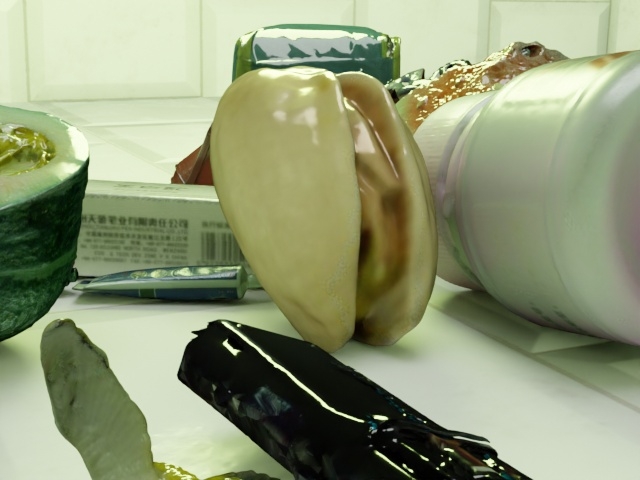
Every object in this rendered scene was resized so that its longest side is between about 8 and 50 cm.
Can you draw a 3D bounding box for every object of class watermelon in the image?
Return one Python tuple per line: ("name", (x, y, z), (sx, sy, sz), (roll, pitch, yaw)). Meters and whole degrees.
("watermelon", (0.202, -0.121, 1.237), (0.256, 0.193, 0.140), (-36, 8, 15))

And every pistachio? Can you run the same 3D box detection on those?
("pistachio", (0.000, -0.039, 1.000), (0.193, 0.214, 0.318), (3, 53, -25))

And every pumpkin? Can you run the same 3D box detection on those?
("pumpkin", (-0.354, 0.006, 0.910), (0.292, 0.197, 0.263), (10, 24, 7))

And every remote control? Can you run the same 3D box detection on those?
("remote control", (0.048, 0.127, 0.603), (0.144, 0.062, 0.398), (19, 3, -35))

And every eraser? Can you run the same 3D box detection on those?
("eraser", (-0.229, -0.012, 1.192), (0.403, 0.098, 0.096), (3, 12, 8))

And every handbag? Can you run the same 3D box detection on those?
("handbag", (-0.007, -0.185, 1.582), (0.241, 0.263, 0.222), (3, 6, 0))

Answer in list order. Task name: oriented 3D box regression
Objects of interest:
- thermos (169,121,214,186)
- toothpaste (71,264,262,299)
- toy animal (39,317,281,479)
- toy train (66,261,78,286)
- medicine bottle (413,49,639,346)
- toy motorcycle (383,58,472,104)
("thermos", (-0.119, -0.097, 1.430), (0.232, 0.124, 0.099), (-39, -5, 7))
("toothpaste", (-0.151, 0.044, 1.096), (0.197, 0.035, 0.057), (-2, 7, 2))
("toy animal", (-0.104, 0.144, 0.562), (0.155, 0.219, 0.095), (-36, 37, -1))
("toy train", (-0.301, 0.024, 1.104), (0.103, 0.064, 0.044), (0, 12, -5))
("medicine bottle", (0.241, -0.043, 1.009), (0.256, 0.256, 0.325), (-5, 6, -25))
("toy motorcycle", (0.112, -0.162, 1.411), (0.213, 0.082, 0.122), (-29, 23, 13))
